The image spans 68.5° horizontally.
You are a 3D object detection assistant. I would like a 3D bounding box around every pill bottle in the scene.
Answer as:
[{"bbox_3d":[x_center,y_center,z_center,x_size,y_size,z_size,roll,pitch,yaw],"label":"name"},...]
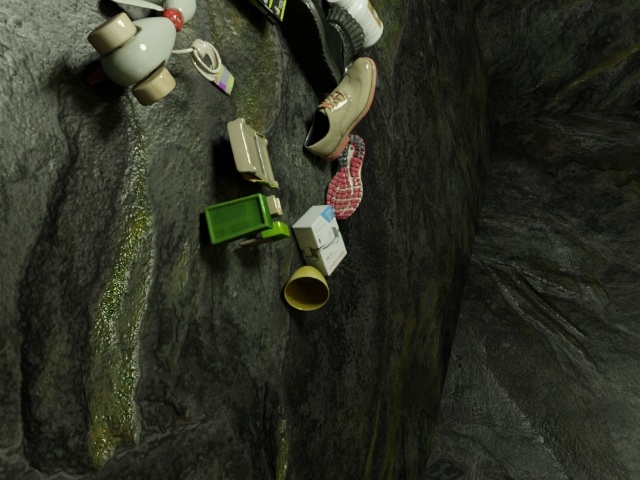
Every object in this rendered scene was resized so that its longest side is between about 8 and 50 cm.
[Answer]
[{"bbox_3d":[0.118,-0.802,1.660,0.229,0.131,0.131,32,64,-52],"label":"pill bottle"}]

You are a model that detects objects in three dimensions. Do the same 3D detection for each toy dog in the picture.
[{"bbox_3d":[-0.364,-0.396,0.956,0.334,0.161,0.220,-61,136,-58],"label":"toy dog"}]

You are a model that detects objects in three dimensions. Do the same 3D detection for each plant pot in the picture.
[{"bbox_3d":[-0.040,0.133,1.441,0.095,0.134,0.134,-88,159,-56],"label":"plant pot"}]

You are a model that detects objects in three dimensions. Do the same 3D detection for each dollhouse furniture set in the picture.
[{"bbox_3d":[-0.207,-0.140,1.230,0.197,0.151,0.301,25,50,-76],"label":"dollhouse furniture set"}]

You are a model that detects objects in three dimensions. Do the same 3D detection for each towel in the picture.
[{"bbox_3d":[-0.255,-0.420,1.205,0.083,0.009,0.060,35,61,-52],"label":"towel"}]

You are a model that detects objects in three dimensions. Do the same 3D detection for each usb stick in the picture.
[{"bbox_3d":[0.145,-0.623,1.779,0.278,0.045,0.077,-12,101,-56],"label":"usb stick"}]

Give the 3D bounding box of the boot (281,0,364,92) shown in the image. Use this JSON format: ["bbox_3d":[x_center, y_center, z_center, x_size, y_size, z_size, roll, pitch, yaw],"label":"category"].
[{"bbox_3d":[0.016,-0.682,1.501,0.260,0.131,0.348,-64,150,-23],"label":"boot"}]

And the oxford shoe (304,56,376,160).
[{"bbox_3d":[0.064,-0.423,1.493,0.130,0.123,0.348,9,109,-50],"label":"oxford shoe"}]

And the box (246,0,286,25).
[{"bbox_3d":[-0.159,-0.720,1.266,0.184,0.045,0.191,24,70,-52],"label":"box"}]

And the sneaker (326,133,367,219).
[{"bbox_3d":[0.100,-0.215,1.656,0.112,0.121,0.299,71,33,-82],"label":"sneaker"}]

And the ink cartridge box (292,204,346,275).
[{"bbox_3d":[0.000,0.000,1.528,0.139,0.082,0.191,-50,128,-45],"label":"ink cartridge box"}]
